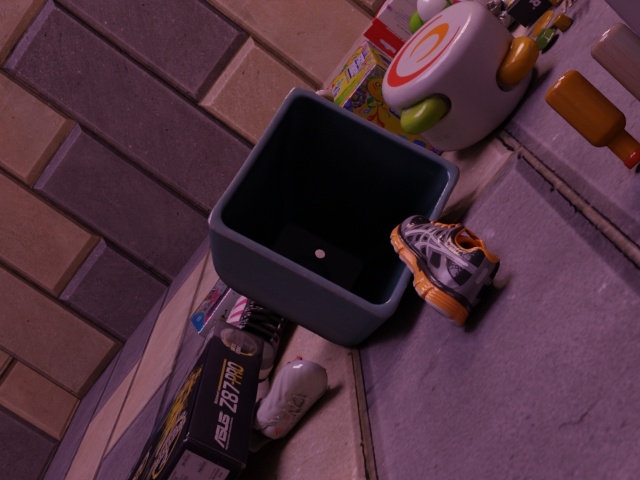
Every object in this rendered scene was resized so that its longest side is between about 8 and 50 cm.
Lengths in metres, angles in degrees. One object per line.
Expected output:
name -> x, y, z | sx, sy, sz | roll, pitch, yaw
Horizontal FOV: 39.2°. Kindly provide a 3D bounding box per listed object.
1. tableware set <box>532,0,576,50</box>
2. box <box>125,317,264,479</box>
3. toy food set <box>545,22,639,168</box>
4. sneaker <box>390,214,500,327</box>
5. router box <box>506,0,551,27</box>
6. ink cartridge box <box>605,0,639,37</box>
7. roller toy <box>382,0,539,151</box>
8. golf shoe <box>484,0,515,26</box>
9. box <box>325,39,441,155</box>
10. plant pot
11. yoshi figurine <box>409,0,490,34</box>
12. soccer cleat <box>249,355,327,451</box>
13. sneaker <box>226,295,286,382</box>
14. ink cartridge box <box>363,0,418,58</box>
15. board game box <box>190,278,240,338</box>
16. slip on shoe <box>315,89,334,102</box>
tableware set -> 0.350, -0.339, 1.315 | 0.104, 0.024, 0.154 | -50, 13, 36
box -> -0.215, 0.349, 1.285 | 0.395, 0.097, 0.318 | -59, 8, 21
toy food set -> 0.329, -0.178, 0.837 | 0.232, 0.104, 0.111 | -40, -9, -25
sneaker -> 0.141, 0.017, 0.993 | 0.083, 0.084, 0.215 | -49, 22, 12
router box -> 0.377, -0.436, 1.419 | 0.179, 0.046, 0.133 | -44, 16, 41
ink cartridge box -> 0.347, -0.277, 0.650 | 0.270, 0.197, 0.198 | -54, 22, 0
roller toy -> 0.201, -0.232, 1.286 | 0.209, 0.146, 0.191 | -45, 22, 13
golf shoe -> 0.296, -0.376, 1.574 | 0.086, 0.069, 0.176 | -37, 6, -27
box -> 0.067, -0.167, 1.550 | 0.279, 0.177, 0.290 | -50, 13, 14
plant pot -> 0.000, 0.000, 1.212 | 0.248, 0.247, 0.252 | -61, -3, -30
yoshi figurine -> 0.281, -0.534, 1.771 | 0.203, 0.203, 0.362 | -42, 3, -27
soccer cleat -> -0.046, 0.221, 1.186 | 0.196, 0.068, 0.076 | -51, 15, 49
sneaker -> -0.085, 0.110, 1.519 | 0.178, 0.124, 0.295 | -61, 8, 15
ink cartridge box -> 0.216, -0.520, 2.070 | 0.231, 0.134, 0.078 | -37, 21, 53
board game box -> -0.138, 0.079, 1.859 | 0.303, 0.097, 0.224 | -56, 12, -6
slip on shoe -> -0.024, -0.189, 1.453 | 0.135, 0.051, 0.041 | -37, 60, 29
